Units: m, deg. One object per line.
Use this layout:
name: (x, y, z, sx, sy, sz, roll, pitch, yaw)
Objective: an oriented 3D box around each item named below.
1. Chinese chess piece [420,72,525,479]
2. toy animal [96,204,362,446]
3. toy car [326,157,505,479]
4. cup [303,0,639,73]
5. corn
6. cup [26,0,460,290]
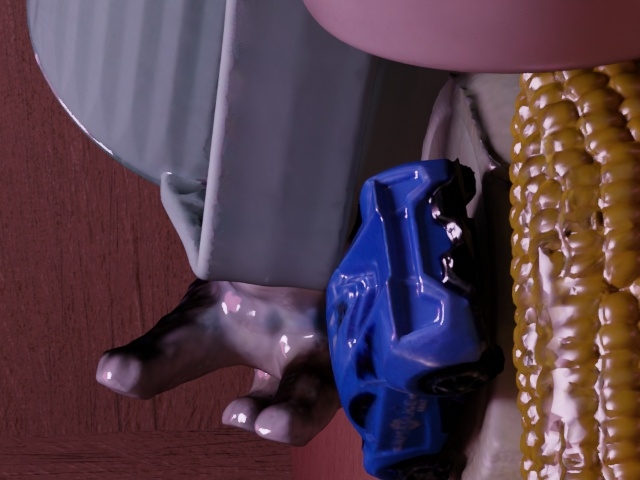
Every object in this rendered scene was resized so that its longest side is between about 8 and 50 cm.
Chinese chess piece: (0.106, 0.018, 0.747, 0.238, 0.092, 0.237, 180, 90, -85)
toy animal: (0.000, 0.000, 1.110, 0.344, 0.194, 0.302, 39, -116, -69)
toy car: (0.034, 0.045, 0.696, 0.216, 0.063, 0.103, 102, 163, -62)
cup: (0.044, -0.168, 0.534, 0.191, 0.253, 0.200, 31, 132, 48)
corn: (0.122, 0.070, 0.560, 0.101, 0.102, 0.310, 107, 164, -74)
cup: (0.007, -0.198, 0.844, 0.401, 0.310, 0.392, 61, 160, 23)
